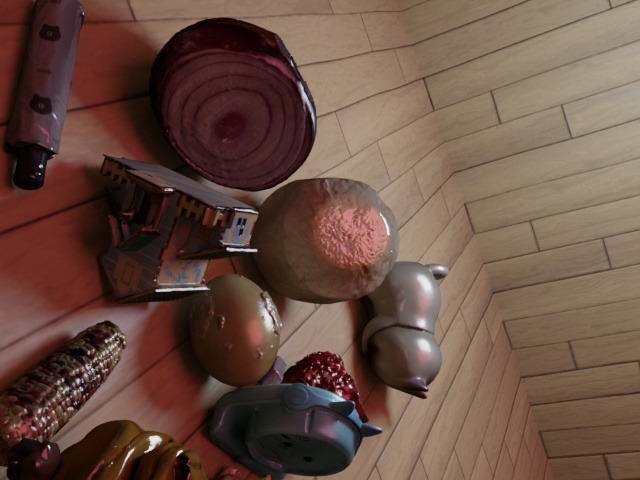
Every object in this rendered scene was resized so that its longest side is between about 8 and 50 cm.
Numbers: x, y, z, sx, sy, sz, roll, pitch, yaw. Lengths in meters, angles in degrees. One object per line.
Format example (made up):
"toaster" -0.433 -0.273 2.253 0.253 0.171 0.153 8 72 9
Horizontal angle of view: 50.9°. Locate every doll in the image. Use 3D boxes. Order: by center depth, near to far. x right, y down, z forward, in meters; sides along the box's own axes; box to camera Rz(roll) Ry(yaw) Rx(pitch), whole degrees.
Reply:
"doll" 0.217 0.221 1.789 0.215 0.226 0.370 87 11 -68

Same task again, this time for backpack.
"backpack" -0.256 0.409 0.786 0.378 0.201 0.353 -63 156 -52

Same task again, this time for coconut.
"coconut" 0.000 0.000 1.440 0.329 0.329 0.328 36 47 -50

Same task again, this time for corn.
"corn" -0.348 0.194 0.895 0.086 0.086 0.253 66 27 -17

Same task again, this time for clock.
"clock" -0.038 0.339 1.184 0.223 0.274 0.094 49 38 -37

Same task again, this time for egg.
"egg" -0.153 0.158 1.191 0.164 0.164 0.201 13 58 -59

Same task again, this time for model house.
"model house" -0.254 0.004 1.061 0.178 0.271 0.206 -1 114 -63

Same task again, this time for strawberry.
"strawberry" -0.017 0.323 1.357 0.202 0.184 0.186 -4 99 -37

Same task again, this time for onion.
"onion" -0.160 -0.276 1.273 0.337 0.282 0.260 40 22 -34

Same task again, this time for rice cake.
"rice cake" -0.089 0.253 1.280 0.036 0.047 0.206 38 -1 2

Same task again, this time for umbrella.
"umbrella" -0.411 -0.230 1.004 0.073 0.067 0.337 23 57 -42

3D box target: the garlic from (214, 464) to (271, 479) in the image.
"garlic" -0.137 0.460 1.139 0.124 0.099 0.174 -51 123 -40
